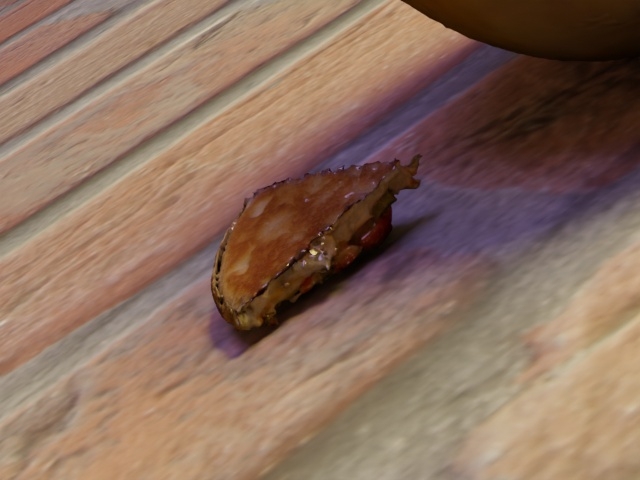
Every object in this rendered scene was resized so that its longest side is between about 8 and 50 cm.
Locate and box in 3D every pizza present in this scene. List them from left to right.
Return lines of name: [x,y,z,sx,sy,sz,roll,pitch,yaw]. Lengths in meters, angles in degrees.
pizza: [-0.012,0.009,0.714,0.100,0.029,0.099,-16,29,40]

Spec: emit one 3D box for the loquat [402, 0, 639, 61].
loquat: [0.110,-0.251,0.726,0.328,0.359,0.328,-45,0,0]
